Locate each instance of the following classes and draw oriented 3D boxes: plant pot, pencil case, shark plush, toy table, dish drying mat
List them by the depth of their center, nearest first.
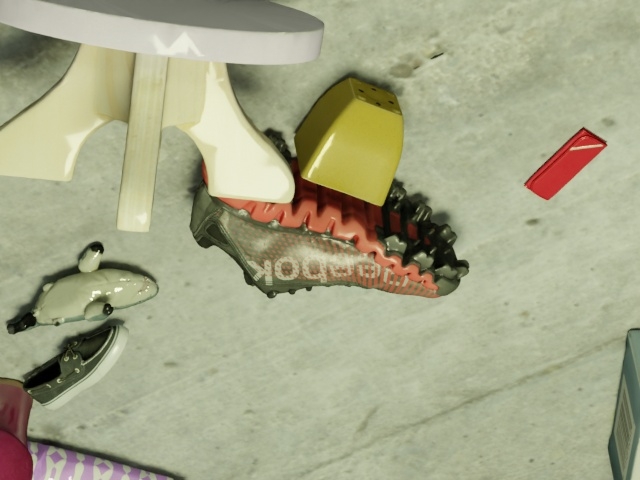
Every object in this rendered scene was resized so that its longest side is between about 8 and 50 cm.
[{"bbox_3d":[-0.144,-0.121,1.339,0.274,0.252,0.161,10,109,5],"label":"toy table"},{"bbox_3d":[0.032,-0.095,1.460,0.081,0.081,0.083,18,116,-17],"label":"plant pot"},{"bbox_3d":[0.229,-0.070,1.531,0.032,0.008,0.083,28,125,-25],"label":"dish drying mat"},{"bbox_3d":[-0.240,0.071,1.615,0.161,0.073,0.067,-33,155,19],"label":"shark plush"},{"bbox_3d":[-0.243,0.280,1.772,0.206,0.088,0.086,15,131,-15],"label":"pencil case"}]

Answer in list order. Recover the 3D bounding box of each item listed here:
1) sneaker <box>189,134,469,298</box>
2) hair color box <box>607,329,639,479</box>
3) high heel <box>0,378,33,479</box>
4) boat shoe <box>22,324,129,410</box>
[{"bbox_3d":[0.000,0.000,1.528,0.276,0.098,0.135,22,127,-17],"label":"sneaker"},{"bbox_3d":[0.501,0.192,1.700,0.374,0.114,0.185,0,132,-1],"label":"hair color box"},{"bbox_3d":[-0.479,0.228,1.657,0.377,0.181,0.127,-7,131,5],"label":"high heel"},{"bbox_3d":[-0.249,0.126,1.664,0.040,0.049,0.142,34,125,-26],"label":"boat shoe"}]
